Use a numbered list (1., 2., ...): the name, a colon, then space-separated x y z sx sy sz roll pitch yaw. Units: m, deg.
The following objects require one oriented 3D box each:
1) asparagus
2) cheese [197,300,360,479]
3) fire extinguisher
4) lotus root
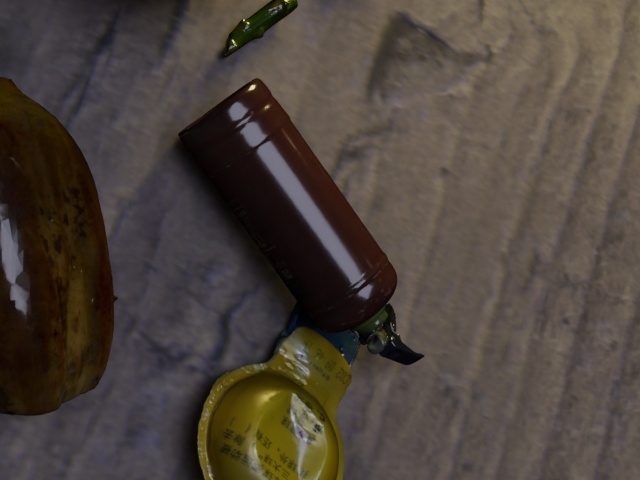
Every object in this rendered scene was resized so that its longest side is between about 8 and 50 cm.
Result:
1. asparagus: -0.067 -0.222 1.436 0.021 0.025 0.108 35 61 26
2. cheese: -0.032 0.178 1.374 0.177 0.069 0.270 39 55 -19
3. fire extinguisher: 0.000 0.000 1.404 0.102 0.138 0.344 -33 100 15
4. lotus root: -0.286 0.006 1.205 0.193 0.193 0.290 -8 90 -31
